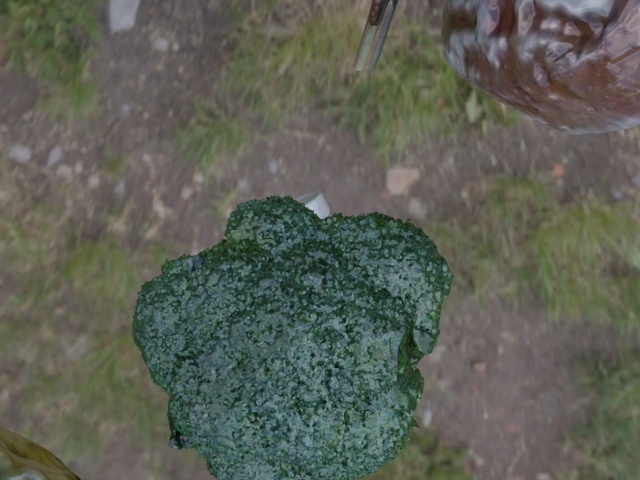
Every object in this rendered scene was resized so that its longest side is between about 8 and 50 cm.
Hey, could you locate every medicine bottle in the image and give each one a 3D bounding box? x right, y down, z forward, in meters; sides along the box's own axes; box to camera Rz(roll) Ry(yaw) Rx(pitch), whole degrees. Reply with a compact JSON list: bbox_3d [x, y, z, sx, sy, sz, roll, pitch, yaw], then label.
[{"bbox_3d":[0.000,0.000,1.561,0.052,0.052,0.089,-23,105,15],"label":"medicine bottle"}]

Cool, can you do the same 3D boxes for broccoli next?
[{"bbox_3d":[-0.010,0.082,1.364,0.269,0.269,0.254,-23,89,15],"label":"broccoli"}]

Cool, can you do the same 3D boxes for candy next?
[{"bbox_3d":[0.209,-0.195,1.244,0.157,0.289,0.214,25,81,-26],"label":"candy"}]

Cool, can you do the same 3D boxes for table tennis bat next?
[{"bbox_3d":[0.059,-0.212,1.242,0.019,0.130,0.220,21,140,2],"label":"table tennis bat"}]

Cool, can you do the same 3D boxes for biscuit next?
[{"bbox_3d":[-0.180,0.131,0.902,0.183,0.174,0.039,38,83,-36],"label":"biscuit"}]
